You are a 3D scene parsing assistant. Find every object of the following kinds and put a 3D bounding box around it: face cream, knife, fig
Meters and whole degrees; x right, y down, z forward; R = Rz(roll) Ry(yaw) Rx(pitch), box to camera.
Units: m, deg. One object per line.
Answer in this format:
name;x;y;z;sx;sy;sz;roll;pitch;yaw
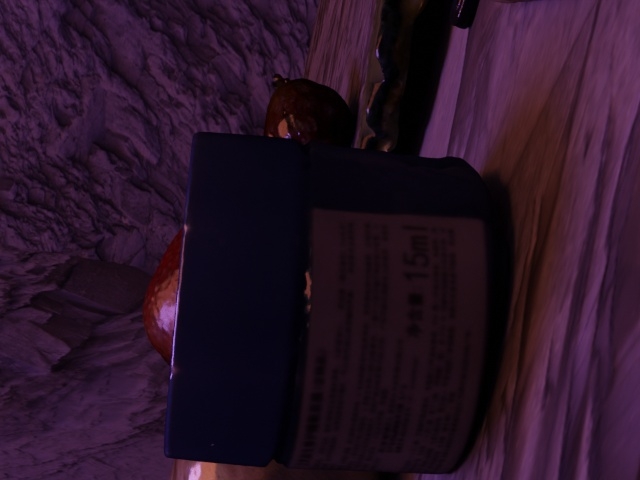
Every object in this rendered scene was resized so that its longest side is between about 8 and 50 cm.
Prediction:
face cream;0.002;0.050;0.921;0.249;0.225;0.249;-173;90;-84
knife;0.140;-0.247;1.101;0.031;0.018;0.121;-94;17;-60
fig;-0.033;-0.203;2.002;0.274;0.146;0.170;-111;28;-49

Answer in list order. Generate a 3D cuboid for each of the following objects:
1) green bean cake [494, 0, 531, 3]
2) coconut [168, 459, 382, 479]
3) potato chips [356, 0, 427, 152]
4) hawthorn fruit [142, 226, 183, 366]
green bean cake;0.114;-0.214;0.841;0.179;0.109;0.085;-116;37;-81
coconut;-0.033;0.245;1.136;0.224;0.224;0.224;-170;90;-84
potato chips;0.091;-0.252;1.373;0.358;0.070;0.429;107;173;-68
hawthorn fruit;-0.108;0.066;1.839;0.285;0.285;0.368;146;142;-82
